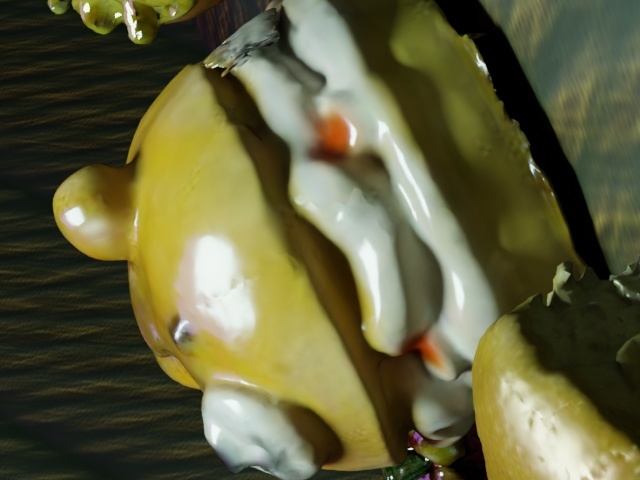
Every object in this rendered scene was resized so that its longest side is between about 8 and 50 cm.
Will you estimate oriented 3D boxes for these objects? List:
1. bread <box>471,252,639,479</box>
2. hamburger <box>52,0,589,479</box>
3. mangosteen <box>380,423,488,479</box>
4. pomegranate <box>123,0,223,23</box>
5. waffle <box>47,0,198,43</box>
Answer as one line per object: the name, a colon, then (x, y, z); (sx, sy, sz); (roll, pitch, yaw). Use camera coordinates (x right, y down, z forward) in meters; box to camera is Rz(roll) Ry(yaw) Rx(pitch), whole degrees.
bread: (0.136, 0.112, 0.652); (0.174, 0.121, 0.245); (61, 173, 29)
hamburger: (0.000, 0.000, 0.968); (0.276, 0.237, 0.276); (63, 179, 3)
mangosteen: (0.093, 0.116, 1.157); (0.140, 0.140, 0.140); (155, 90, -86)
pomegranate: (-0.125, -0.254, 1.251); (0.209, 0.209, 0.209); (155, 90, -86)
waffle: (-0.117, -0.257, 1.093); (0.052, 0.245, 0.254); (3, -139, -53)
